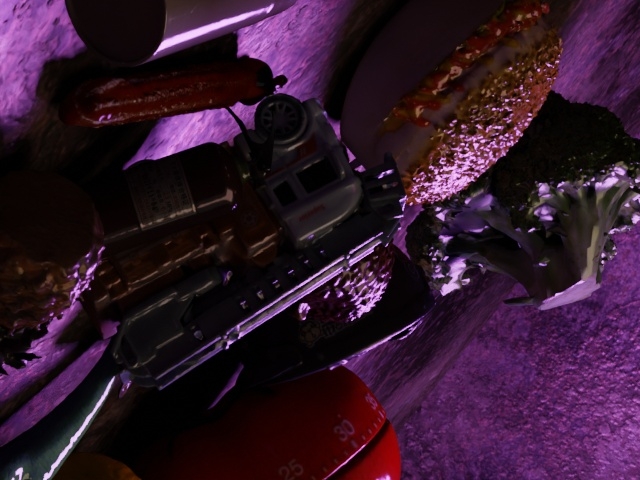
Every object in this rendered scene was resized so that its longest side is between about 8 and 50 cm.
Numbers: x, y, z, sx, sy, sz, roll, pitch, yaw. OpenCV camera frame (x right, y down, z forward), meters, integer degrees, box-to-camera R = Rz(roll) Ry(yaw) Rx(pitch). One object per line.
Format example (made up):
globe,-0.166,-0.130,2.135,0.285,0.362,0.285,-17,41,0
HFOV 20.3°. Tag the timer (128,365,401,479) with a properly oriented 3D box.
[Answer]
timer,-0.072,0.330,2.405,0.378,0.279,0.378,-34,-178,2

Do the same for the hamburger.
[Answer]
hamburger,0.156,-0.165,2.068,0.276,0.179,0.294,-44,164,-16

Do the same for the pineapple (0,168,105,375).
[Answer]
pineapple,-0.279,0.049,1.563,0.128,0.128,0.248,-31,163,-46

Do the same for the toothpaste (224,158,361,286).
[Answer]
toothpaste,-0.055,0.007,2.190,0.301,0.048,0.075,-47,161,-10

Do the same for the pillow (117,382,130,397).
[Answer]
pillow,-0.178,0.103,2.042,0.130,0.033,0.217,-59,178,15

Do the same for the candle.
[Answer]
candle,-0.126,-0.137,1.627,0.051,0.048,0.329,-46,167,27

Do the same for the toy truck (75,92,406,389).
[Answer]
toy truck,-0.079,-0.004,1.732,0.338,0.184,0.133,-28,162,-13

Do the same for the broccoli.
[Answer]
broccoli,0.300,-0.058,2.501,0.413,0.310,0.321,-33,-172,37

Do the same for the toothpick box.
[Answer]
toothpick box,-0.101,-0.209,1.401,0.181,0.111,0.111,-29,156,-47

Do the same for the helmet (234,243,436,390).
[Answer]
helmet,-0.003,0.076,2.270,0.279,0.160,0.230,-21,-175,-2

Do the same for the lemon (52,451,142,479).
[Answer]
lemon,-0.286,0.347,2.157,0.180,0.180,0.193,-35,-170,-39

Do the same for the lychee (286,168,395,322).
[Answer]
lychee,-0.002,0.006,2.078,0.194,0.194,0.194,-43,164,-15

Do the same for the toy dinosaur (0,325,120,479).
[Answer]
toy dinosaur,-0.367,0.250,1.860,0.500,0.144,0.374,-63,165,5

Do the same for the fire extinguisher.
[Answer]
fire extinguisher,-0.141,-0.055,1.635,0.231,0.099,0.071,-21,165,-7
